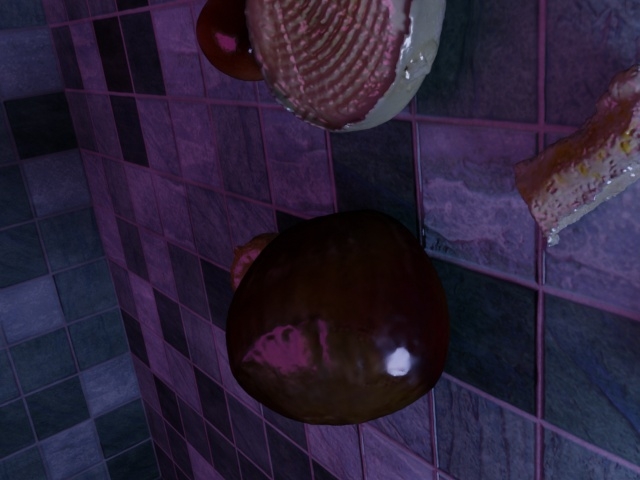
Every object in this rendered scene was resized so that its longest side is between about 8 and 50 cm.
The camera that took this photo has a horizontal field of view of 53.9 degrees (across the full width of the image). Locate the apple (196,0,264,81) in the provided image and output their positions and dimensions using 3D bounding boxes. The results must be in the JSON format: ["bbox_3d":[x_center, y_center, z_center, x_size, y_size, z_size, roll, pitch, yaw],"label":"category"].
[{"bbox_3d":[-0.150,-0.410,1.259,0.168,0.181,0.181,42,138,39],"label":"apple"}]

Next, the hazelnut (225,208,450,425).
[{"bbox_3d":[0.029,0.137,1.153,0.421,0.353,0.420,-32,41,33],"label":"hazelnut"}]

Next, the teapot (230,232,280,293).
[{"bbox_3d":[-0.084,0.082,1.464,0.311,0.167,0.203,23,114,22],"label":"teapot"}]

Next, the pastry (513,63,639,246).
[{"bbox_3d":[0.347,-0.108,0.793,0.121,0.089,0.258,55,143,14],"label":"pastry"}]

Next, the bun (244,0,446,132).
[{"bbox_3d":[0.055,-0.358,0.977,0.364,0.202,0.364,23,124,40],"label":"bun"}]
